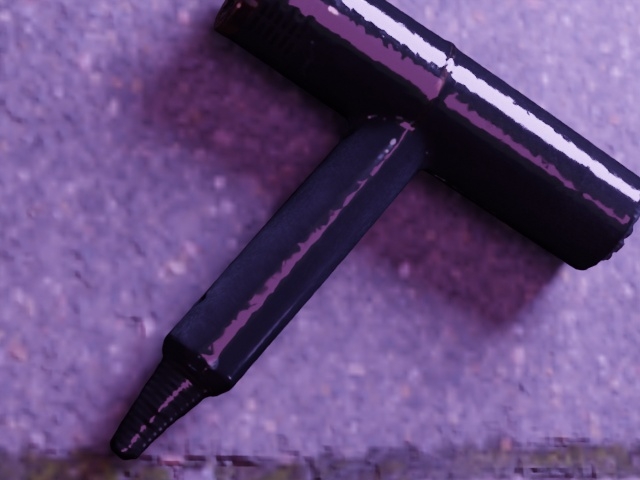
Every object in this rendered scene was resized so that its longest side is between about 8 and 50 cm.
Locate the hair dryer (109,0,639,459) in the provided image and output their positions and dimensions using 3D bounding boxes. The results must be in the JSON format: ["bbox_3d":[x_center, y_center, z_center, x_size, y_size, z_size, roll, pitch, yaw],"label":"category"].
[{"bbox_3d":[0.010,0.012,0.576,0.173,0.050,0.194,31,73,-10],"label":"hair dryer"}]
